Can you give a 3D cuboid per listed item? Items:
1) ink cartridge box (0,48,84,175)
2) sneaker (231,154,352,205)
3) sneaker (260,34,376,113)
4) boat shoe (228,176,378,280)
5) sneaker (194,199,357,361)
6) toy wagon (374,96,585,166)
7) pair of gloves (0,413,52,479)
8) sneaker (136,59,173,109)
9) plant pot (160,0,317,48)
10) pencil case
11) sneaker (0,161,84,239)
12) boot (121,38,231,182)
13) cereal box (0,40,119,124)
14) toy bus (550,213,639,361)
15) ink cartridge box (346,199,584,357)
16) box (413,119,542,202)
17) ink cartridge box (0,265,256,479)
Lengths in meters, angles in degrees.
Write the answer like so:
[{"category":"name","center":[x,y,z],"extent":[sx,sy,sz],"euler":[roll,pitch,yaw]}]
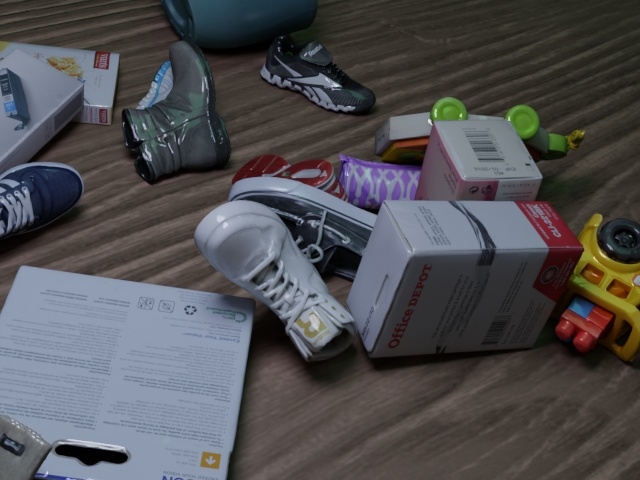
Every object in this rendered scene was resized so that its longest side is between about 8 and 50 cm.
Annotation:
[{"category":"ink cartridge box","center":[-0.567,-0.204,1.600],"extent":[0.261,0.066,0.296],"euler":[27,50,9]},{"category":"sneaker","center":[-0.041,-0.063,1.609],"extent":[0.221,0.128,0.087],"euler":[12,54,49]},{"category":"sneaker","center":[-0.003,-0.314,1.877],"extent":[0.234,0.106,0.078],"euler":[24,42,15]},{"category":"boat shoe","center":[-0.001,0.002,1.511],"extent":[0.306,0.113,0.105],"euler":[23,56,-6]},{"category":"sneaker","center":[-0.040,0.063,1.323],"extent":[0.108,0.292,0.169],"euler":[-43,57,5]},{"category":"toy wagon","center":[0.270,-0.160,1.669],"extent":[0.344,0.267,0.068],"euler":[5,82,-9]},{"category":"pair of gloves","center":[-0.427,0.264,1.091],"extent":[0.240,0.042,0.204],"euler":[19,74,16]},{"category":"sneaker","center":[-0.265,-0.240,1.767],"extent":[0.083,0.071,0.190],"euler":[17,48,-3]},{"category":"plant pot","center":[-0.180,-0.503,1.931],"extent":[0.235,0.293,0.293],"euler":[-26,51,-19]},{"category":"pencil case","center":[0.127,-0.092,1.663],"extent":[0.206,0.088,0.086],"euler":[2,40,-10]},{"category":"sneaker","center":[-0.457,-0.035,1.409],"extent":[0.282,0.099,0.153],"euler":[-17,17,-21]},{"category":"boot","center":[-0.254,-0.221,1.669],"extent":[0.161,0.083,0.246],"euler":[-11,73,-27]},{"category":"cereal box","center":[-0.478,-0.278,1.767],"extent":[0.240,0.047,0.173],"euler":[3,42,-9]},{"category":"toy bus","center":[0.443,0.100,1.484],"extent":[0.220,0.149,0.211],"euler":[30,57,18]},{"category":"ink cartridge box","center":[0.194,0.052,1.404],"extent":[0.273,0.197,0.114],"euler":[-1,40,-25]},{"category":"box","center":[0.224,-0.048,1.520],"extent":[0.127,0.232,0.148],"euler":[-2,42,-14]},{"category":"ink cartridge box","center":[-0.260,0.184,1.265],"extent":[0.324,0.071,0.330],"euler":[9,43,-3]}]
